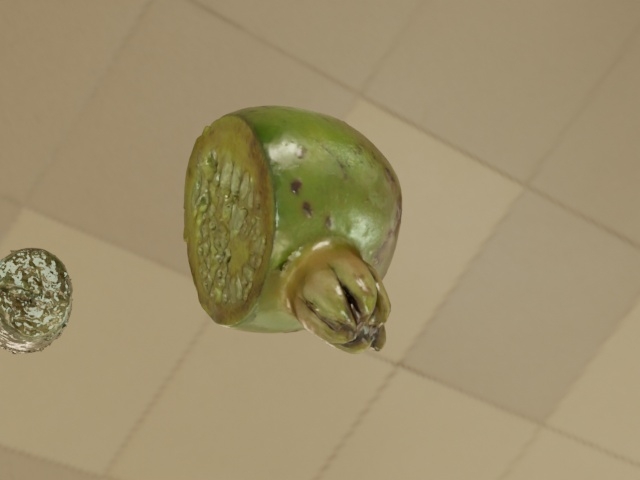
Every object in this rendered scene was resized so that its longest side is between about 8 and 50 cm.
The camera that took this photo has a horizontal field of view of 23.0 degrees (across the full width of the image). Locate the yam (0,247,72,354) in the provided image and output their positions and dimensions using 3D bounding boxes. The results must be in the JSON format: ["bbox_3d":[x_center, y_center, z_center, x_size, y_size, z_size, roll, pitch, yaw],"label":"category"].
[{"bbox_3d":[-0.305,0.063,1.625,0.107,0.183,0.107,2,80,-13],"label":"yam"}]

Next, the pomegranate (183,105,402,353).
[{"bbox_3d":[-0.001,-0.015,1.291,0.159,0.241,0.190,-1,95,-27],"label":"pomegranate"}]
